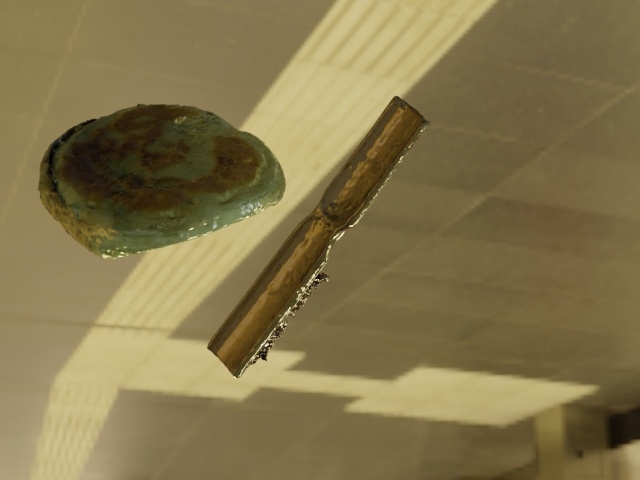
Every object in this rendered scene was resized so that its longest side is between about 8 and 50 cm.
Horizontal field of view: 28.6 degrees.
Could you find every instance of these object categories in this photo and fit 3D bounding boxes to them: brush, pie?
[{"bbox_3d":[0.000,0.000,0.941,0.248,0.043,0.036,-54,154,16],"label":"brush"},{"bbox_3d":[-0.155,-0.059,1.217,0.240,0.240,0.054,2,127,-2],"label":"pie"}]
